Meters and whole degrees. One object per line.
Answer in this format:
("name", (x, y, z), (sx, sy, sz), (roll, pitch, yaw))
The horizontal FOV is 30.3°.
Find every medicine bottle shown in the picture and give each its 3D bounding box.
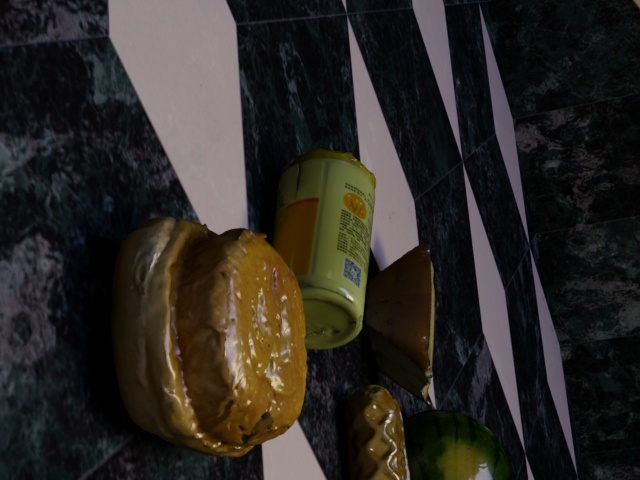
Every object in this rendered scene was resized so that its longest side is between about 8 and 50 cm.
("medicine bottle", (0.000, 0.000, 1.361), (0.124, 0.124, 0.239), (62, 25, -42))

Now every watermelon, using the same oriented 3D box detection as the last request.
("watermelon", (0.208, 0.332, 1.732), (0.204, 0.127, 0.232), (51, 27, -12))

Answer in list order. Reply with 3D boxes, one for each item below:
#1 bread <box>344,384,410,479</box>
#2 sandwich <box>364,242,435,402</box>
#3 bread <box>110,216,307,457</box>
("bread", (0.083, 0.363, 1.467), (0.084, 0.077, 0.367), (19, 62, -68))
("sandwich", (0.119, 0.116, 1.686), (0.258, 0.096, 0.094), (-79, 158, -51))
("bread", (-0.094, 0.086, 1.027), (0.236, 0.120, 0.198), (39, 46, -62))
